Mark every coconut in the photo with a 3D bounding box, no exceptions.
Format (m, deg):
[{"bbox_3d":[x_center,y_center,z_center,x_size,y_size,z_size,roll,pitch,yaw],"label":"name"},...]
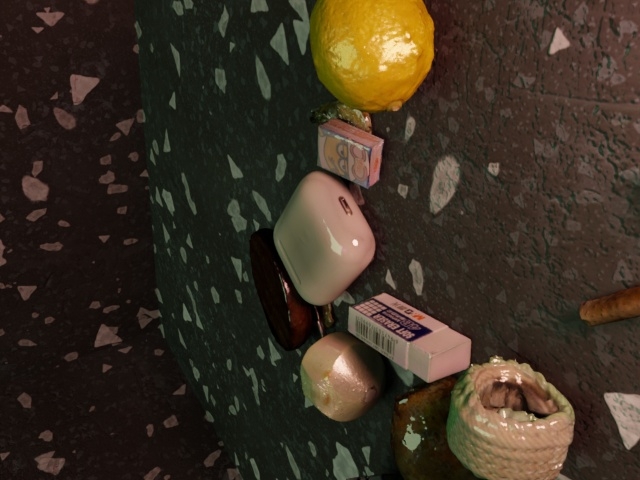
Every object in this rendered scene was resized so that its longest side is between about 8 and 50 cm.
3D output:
[{"bbox_3d":[0.063,0.368,1.493,0.241,0.241,0.241,34,133,48],"label":"coconut"}]

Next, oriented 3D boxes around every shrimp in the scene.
[{"bbox_3d":[0.048,-0.270,1.350,0.217,0.051,0.150,14,124,52],"label":"shrimp"}]

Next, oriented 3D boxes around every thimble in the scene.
[{"bbox_3d":[0.343,0.327,1.004,0.219,0.219,0.150,37,134,46],"label":"thimble"}]

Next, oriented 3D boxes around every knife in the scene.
[{"bbox_3d":[-0.022,0.221,1.691,0.072,0.019,0.245,-46,61,63],"label":"knife"}]

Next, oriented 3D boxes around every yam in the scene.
[{"bbox_3d":[0.488,0.080,0.794,0.264,0.046,0.046,-38,72,60],"label":"yam"}]

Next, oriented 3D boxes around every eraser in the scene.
[{"bbox_3d":[0.196,0.219,1.274,0.287,0.130,0.086,27,124,53],"label":"eraser"}]

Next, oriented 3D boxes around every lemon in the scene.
[{"bbox_3d":[0.093,-0.376,1.040,0.233,0.234,0.288,-31,70,59],"label":"lemon"}]

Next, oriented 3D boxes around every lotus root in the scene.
[{"bbox_3d":[0.285,0.473,1.222,0.314,0.210,0.142,63,163,-9],"label":"lotus root"}]

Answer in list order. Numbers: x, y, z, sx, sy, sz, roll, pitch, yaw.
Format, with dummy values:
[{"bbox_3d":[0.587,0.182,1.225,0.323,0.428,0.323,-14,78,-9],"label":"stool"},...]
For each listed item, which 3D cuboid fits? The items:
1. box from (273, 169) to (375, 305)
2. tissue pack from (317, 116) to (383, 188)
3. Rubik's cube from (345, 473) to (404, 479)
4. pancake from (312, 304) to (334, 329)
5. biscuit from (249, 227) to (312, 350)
[{"bbox_3d":[0.001,0.000,1.472,0.288,0.141,0.349,61,148,18],"label":"box"},{"bbox_3d":[0.068,-0.204,1.291,0.155,0.065,0.115,28,139,27],"label":"tissue pack"},{"bbox_3d":[0.170,0.768,1.460,0.319,0.264,0.319,34,132,47],"label":"Rubik's cube"},{"bbox_3d":[-0.017,0.165,1.699,0.212,0.029,0.235,15,116,57],"label":"pancake"},{"bbox_3d":[-0.130,0.153,1.784,0.407,0.091,0.407,164,90,-72],"label":"biscuit"}]
